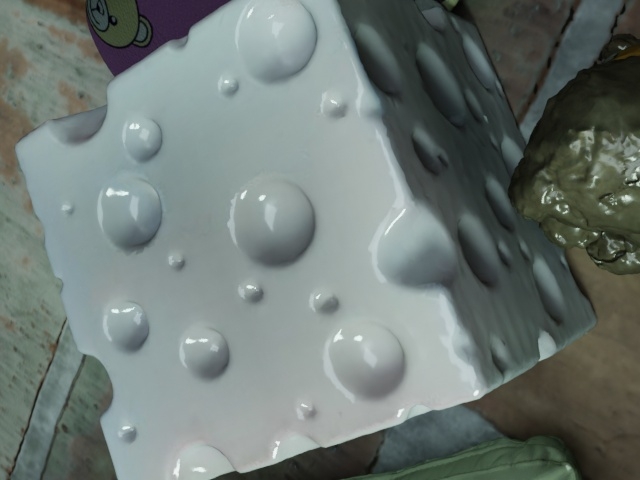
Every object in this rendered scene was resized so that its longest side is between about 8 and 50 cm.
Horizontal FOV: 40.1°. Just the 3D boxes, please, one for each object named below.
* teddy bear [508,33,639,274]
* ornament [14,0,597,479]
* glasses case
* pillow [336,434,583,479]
[{"bbox_3d":[0.187,-0.055,0.489,0.177,0.190,0.140,-28,86,33],"label":"teddy bear"},{"bbox_3d":[0.000,0.000,0.569,0.240,0.239,0.239,-25,80,28],"label":"ornament"},{"bbox_3d":[-0.044,-0.184,0.659,0.316,0.076,0.123,-11,120,30],"label":"glasses case"},{"bbox_3d":[0.062,0.284,0.618,0.322,0.120,0.255,-20,84,27],"label":"pillow"}]
